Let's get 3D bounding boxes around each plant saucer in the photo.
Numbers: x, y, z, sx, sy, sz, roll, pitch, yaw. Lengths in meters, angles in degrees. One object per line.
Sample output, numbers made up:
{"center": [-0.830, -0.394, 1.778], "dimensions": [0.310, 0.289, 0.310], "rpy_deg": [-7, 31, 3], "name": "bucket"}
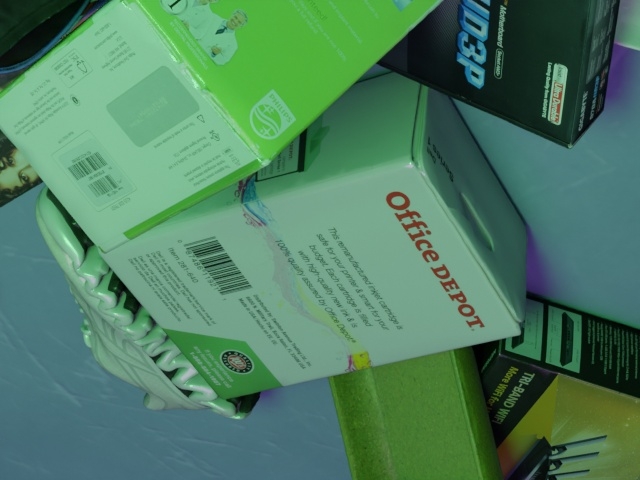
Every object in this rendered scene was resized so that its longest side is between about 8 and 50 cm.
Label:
{"center": [0.087, 0.158, 1.466], "dimensions": [0.188, 0.045, 0.188], "rpy_deg": [-5, 99, 56], "name": "plant saucer"}

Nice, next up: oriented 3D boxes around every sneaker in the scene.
{"center": [-0.165, 0.058, 1.464], "dimensions": [0.118, 0.110, 0.292], "rpy_deg": [-8, 135, 31], "name": "sneaker"}

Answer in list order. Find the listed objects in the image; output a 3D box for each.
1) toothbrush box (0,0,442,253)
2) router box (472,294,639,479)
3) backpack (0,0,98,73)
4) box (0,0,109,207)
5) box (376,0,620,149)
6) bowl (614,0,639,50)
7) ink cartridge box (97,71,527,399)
{"center": [-0.033, -0.141, 1.027], "dimensions": [0.122, 0.283, 0.206], "rpy_deg": [50, 146, -11], "name": "toothbrush box"}
{"center": [0.215, 0.195, 1.548], "dimensions": [0.243, 0.081, 0.309], "rpy_deg": [17, 137, -8], "name": "router box"}
{"center": [-0.222, -0.242, 1.073], "dimensions": [0.276, 0.213, 0.263], "rpy_deg": [34, 128, -11], "name": "backpack"}
{"center": [-0.161, -0.128, 1.220], "dimensions": [0.244, 0.060, 0.100], "rpy_deg": [-31, 127, 5], "name": "box"}
{"center": [0.111, -0.184, 1.134], "dimensions": [0.175, 0.051, 0.220], "rpy_deg": [27, 142, 23], "name": "box"}
{"center": [0.260, -0.188, 1.151], "dimensions": [0.142, 0.053, 0.142], "rpy_deg": [10, 137, 0], "name": "bowl"}
{"center": [0.000, 0.000, 1.353], "dimensions": [0.278, 0.117, 0.201], "rpy_deg": [-15, 132, 25], "name": "ink cartridge box"}
